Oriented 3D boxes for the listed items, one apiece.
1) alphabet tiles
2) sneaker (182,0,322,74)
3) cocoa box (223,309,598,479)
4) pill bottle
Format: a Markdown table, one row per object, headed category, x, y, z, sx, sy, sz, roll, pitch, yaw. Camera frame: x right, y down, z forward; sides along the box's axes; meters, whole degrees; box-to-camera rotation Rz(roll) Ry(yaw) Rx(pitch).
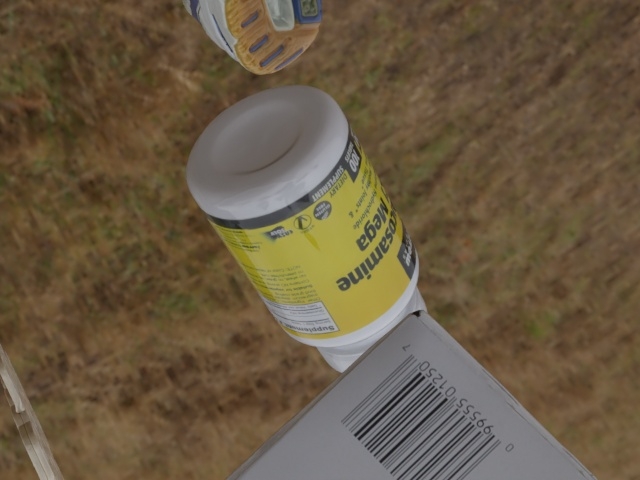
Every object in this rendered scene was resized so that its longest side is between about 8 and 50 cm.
| category | x | y | z | sx | sy | sz | roll | pitch | yaw |
| --- | --- | --- | --- | --- | --- | --- | --- | --- | --- |
| alphabet tiles | -0.343 | 0.238 | 1.618 | 0.021 | 0.278 | 0.284 | -25 | -157 | -12 |
| sneaker | -0.087 | -0.262 | 1.003 | 0.112 | 0.131 | 0.296 | -32 | 138 | -26 |
| cocoa box | 0.104 | 0.263 | 0.806 | 0.231 | 0.347 | 0.228 | -42 | 155 | -8 |
| pill bottle | 0.000 | 0.000 | 1.548 | 0.188 | 0.188 | 0.334 | -32 | 130 | 0 |
